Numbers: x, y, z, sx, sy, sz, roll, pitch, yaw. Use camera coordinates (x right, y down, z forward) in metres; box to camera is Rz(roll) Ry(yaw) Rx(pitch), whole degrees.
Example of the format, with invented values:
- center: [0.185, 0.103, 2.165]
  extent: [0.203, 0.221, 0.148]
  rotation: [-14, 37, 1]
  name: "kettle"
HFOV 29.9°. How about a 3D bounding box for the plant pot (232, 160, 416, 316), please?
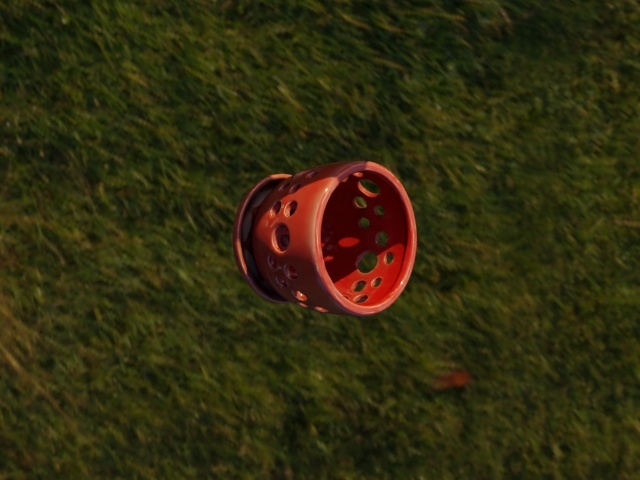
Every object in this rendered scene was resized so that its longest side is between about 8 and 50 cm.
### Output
- center: [0.000, 0.000, 1.511]
  extent: [0.191, 0.174, 0.191]
  rotation: [3, 85, -44]
  name: "plant pot"
